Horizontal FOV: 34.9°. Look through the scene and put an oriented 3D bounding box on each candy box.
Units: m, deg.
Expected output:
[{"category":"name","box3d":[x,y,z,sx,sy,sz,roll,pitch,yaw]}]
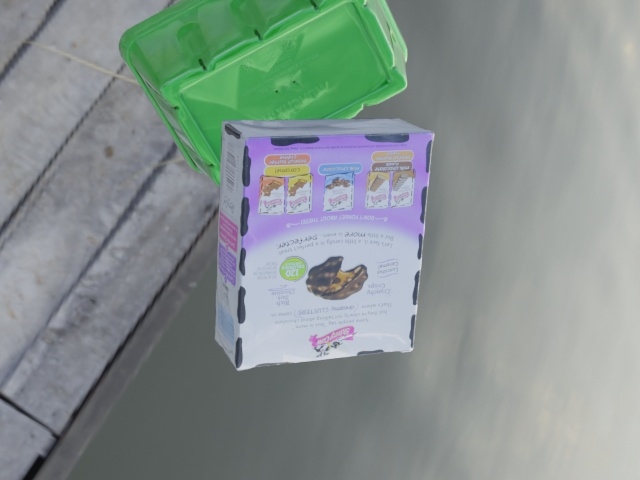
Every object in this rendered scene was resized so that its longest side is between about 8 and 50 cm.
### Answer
[{"category":"candy box","box3d":[0.000,0.000,0.855,0.165,0.070,0.196,-3,109,-23]}]

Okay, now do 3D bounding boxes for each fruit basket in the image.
[{"category":"fruit basket","box3d":[-0.087,-0.292,1.445,0.392,0.392,0.283,-48,125,-29]}]
